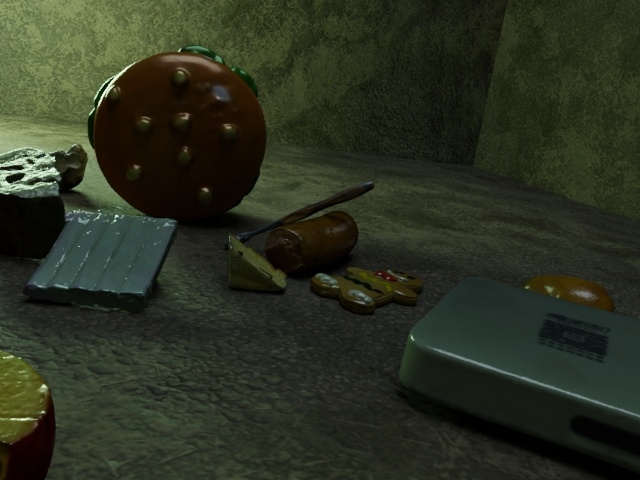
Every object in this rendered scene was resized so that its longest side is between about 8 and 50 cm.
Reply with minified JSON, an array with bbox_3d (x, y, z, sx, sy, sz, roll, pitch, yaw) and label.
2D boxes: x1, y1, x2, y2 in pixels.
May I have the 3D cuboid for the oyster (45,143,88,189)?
[{"bbox_3d":[-0.667,-0.169,1.544,0.232,0.107,0.161,-7,16,15],"label":"oyster"}]

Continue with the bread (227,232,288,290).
[{"bbox_3d":[-0.103,0.039,1.068,0.109,0.080,0.084,4,17,-8],"label":"bread"}]

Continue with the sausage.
[{"bbox_3d":[0.001,-0.002,1.254,0.108,0.109,0.270,15,16,24],"label":"sausage"}]

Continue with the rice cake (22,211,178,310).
[{"bbox_3d":[-0.319,0.024,0.957,0.189,0.037,0.198,5,36,-9],"label":"rice cake"}]

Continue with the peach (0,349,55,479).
[{"bbox_3d":[-0.262,0.149,0.475,0.151,0.118,0.151,-29,16,9],"label":"peach"}]

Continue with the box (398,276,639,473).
[{"bbox_3d":[0.322,0.162,0.839,0.367,0.091,0.373,16,15,23],"label":"box"}]

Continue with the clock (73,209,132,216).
[{"bbox_3d":[-0.416,-0.035,1.247,0.129,0.041,0.087,8,10,-21],"label":"clock"}]

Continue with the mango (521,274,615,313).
[{"bbox_3d":[0.438,0.109,1.125,0.115,0.089,0.165,-6,15,-17],"label":"mango"}]

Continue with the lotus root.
[{"bbox_3d":[-0.503,-0.065,1.085,0.138,0.119,0.235,-18,37,-26],"label":"lotus root"}]

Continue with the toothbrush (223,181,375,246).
[{"bbox_3d":[-0.043,-0.050,1.254,0.321,0.023,0.031,-22,4,6],"label":"toothbrush"}]

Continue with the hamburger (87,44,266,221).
[{"bbox_3d":[-0.298,-0.235,1.439,0.395,0.396,0.277,6,13,-12],"label":"hamburger"}]

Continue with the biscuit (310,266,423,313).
[{"bbox_3d":[0.098,0.078,1.138,0.158,0.035,0.240,23,20,37],"label":"biscuit"}]
